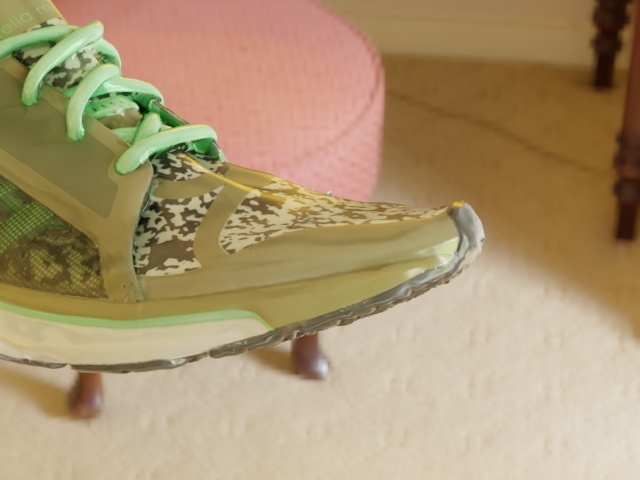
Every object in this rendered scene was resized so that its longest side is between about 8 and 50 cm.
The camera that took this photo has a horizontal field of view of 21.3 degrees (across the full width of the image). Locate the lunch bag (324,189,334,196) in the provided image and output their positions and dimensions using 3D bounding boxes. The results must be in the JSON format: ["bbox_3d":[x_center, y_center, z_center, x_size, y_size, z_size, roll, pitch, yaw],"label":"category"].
[{"bbox_3d":[0.000,0.000,1.772,0.053,0.083,0.071,-27,73,-42],"label":"lunch bag"}]

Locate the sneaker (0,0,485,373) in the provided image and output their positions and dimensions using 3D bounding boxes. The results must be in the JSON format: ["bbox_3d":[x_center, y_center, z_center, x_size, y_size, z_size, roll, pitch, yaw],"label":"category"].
[{"bbox_3d":[-0.129,-0.045,0.770,0.410,0.182,0.158,5,8,16],"label":"sneaker"}]
